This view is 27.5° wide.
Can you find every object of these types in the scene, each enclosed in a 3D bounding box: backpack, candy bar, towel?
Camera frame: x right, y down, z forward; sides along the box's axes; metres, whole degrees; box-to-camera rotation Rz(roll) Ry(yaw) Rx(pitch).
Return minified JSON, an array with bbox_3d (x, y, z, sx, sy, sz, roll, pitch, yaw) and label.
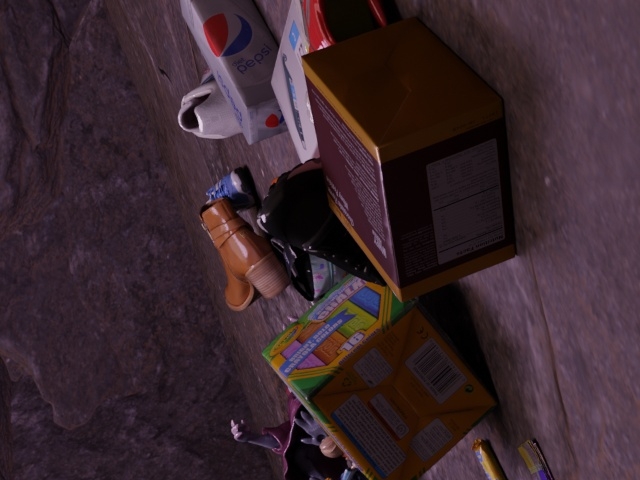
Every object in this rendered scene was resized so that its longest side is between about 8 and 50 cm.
[{"bbox_3d":[0.000,0.000,1.886,0.152,0.115,0.182,-107,4,-49],"label":"backpack"},{"bbox_3d":[0.231,0.322,1.641,0.040,0.018,0.161,99,147,-67],"label":"candy bar"},{"bbox_3d":[0.248,0.266,1.485,0.060,0.009,0.083,120,128,-74],"label":"towel"}]

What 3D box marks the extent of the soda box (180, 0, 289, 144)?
[{"bbox_3d":[-0.125,-0.291,1.992,0.098,0.091,0.286,90,155,-60],"label":"soda box"}]

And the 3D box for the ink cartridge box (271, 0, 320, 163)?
[{"bbox_3d":[0.024,-0.143,1.646,0.296,0.066,0.261,117,132,-75],"label":"ink cartridge box"}]

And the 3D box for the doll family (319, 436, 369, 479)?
[{"bbox_3d":[0.071,0.392,2.126,0.263,0.163,0.118,84,161,-52],"label":"doll family"}]

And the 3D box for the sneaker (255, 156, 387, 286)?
[{"bbox_3d":[0.045,-0.010,1.498,0.124,0.107,0.283,42,-165,29],"label":"sneaker"}]

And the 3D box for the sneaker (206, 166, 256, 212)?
[{"bbox_3d":[-0.181,-0.088,2.632,0.211,0.081,0.080,121,128,-74],"label":"sneaker"}]

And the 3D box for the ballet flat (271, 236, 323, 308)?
[{"bbox_3d":[-0.035,0.063,2.311,0.057,0.049,0.173,106,141,-73],"label":"ballet flat"}]

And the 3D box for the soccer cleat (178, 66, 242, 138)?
[{"bbox_3d":[-0.187,-0.238,2.238,0.331,0.143,0.116,-152,42,-73],"label":"soccer cleat"}]

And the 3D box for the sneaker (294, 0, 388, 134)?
[{"bbox_3d":[0.034,-0.186,1.401,0.118,0.107,0.279,-130,21,-68],"label":"sneaker"}]

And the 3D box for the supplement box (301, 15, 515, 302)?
[{"bbox_3d":[0.087,-0.083,1.305,0.191,0.129,0.194,-125,18,-49],"label":"supplement box"}]

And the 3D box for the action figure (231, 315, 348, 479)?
[{"bbox_3d":[0.001,0.319,2.444,0.275,0.248,0.370,28,-170,-10],"label":"action figure"}]

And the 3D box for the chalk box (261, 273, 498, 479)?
[{"bbox_3d":[0.057,0.165,1.647,0.180,0.179,0.289,51,173,-16],"label":"chalk box"}]

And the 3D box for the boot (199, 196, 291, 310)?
[{"bbox_3d":[-0.180,0.026,2.626,0.220,0.109,0.283,53,164,-6],"label":"boot"}]

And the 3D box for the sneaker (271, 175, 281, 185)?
[{"bbox_3d":[-0.055,-0.056,2.151,0.175,0.067,0.064,-126,17,-57],"label":"sneaker"}]
